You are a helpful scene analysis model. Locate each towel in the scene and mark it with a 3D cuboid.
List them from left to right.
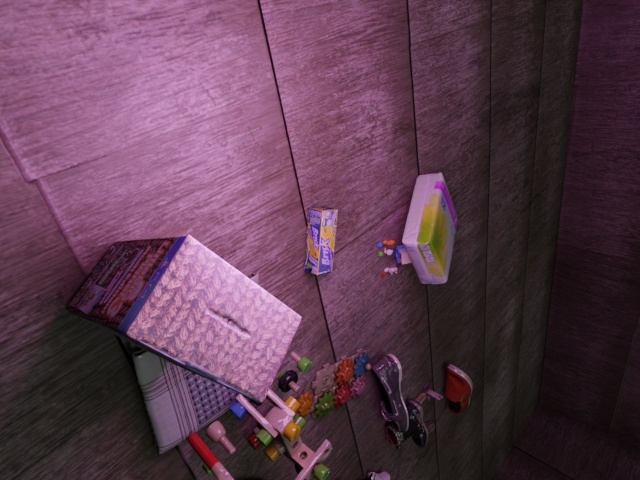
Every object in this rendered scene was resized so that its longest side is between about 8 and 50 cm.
[{"bbox_3d":[-0.240,0.260,0.909,0.312,0.056,0.325,-22,118,-40],"label":"towel"}]

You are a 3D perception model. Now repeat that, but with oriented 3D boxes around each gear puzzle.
[{"bbox_3d":[0.043,0.455,1.277,0.338,0.044,0.176,-8,109,-44],"label":"gear puzzle"}]

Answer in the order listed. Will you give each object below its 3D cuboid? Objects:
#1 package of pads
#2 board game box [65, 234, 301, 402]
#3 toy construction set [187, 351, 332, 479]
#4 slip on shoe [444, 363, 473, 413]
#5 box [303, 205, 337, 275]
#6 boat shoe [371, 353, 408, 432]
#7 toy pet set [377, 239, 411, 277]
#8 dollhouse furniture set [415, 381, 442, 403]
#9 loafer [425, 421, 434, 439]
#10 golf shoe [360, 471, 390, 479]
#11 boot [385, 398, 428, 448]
[{"bbox_3d":[0.360,-0.034,1.343,0.229,0.101,0.297,56,44,-41],"label":"package of pads"},{"bbox_3d":[-0.223,0.117,0.664,0.232,0.290,0.141,43,61,-34],"label":"board game box"},{"bbox_3d":[-0.106,0.466,0.947,0.308,0.237,0.258,-15,128,-46],"label":"toy construction set"},{"bbox_3d":[0.630,0.694,1.922,0.101,0.123,0.332,-38,133,-26],"label":"slip on shoe"},{"bbox_3d":[0.000,0.000,1.069,0.059,0.054,0.169,-10,111,-44],"label":"box"},{"bbox_3d":[0.240,0.558,1.483,0.095,0.112,0.336,-19,112,-21],"label":"boat shoe"},{"bbox_3d":[0.234,0.043,1.341,0.114,0.065,0.122,-11,112,-6],"label":"toy pet set"},{"bbox_3d":[0.464,0.688,1.766,0.114,0.081,0.091,-33,125,-34],"label":"dollhouse furniture set"},{"bbox_3d":[0.471,0.863,1.858,0.147,0.050,0.056,-13,113,-43],"label":"loafer"},{"bbox_3d":[0.211,0.931,1.599,0.186,0.067,0.086,-1,103,-46],"label":"golf shoe"},{"bbox_3d":[0.347,0.780,1.678,0.178,0.085,0.237,-28,116,-34],"label":"boot"}]
